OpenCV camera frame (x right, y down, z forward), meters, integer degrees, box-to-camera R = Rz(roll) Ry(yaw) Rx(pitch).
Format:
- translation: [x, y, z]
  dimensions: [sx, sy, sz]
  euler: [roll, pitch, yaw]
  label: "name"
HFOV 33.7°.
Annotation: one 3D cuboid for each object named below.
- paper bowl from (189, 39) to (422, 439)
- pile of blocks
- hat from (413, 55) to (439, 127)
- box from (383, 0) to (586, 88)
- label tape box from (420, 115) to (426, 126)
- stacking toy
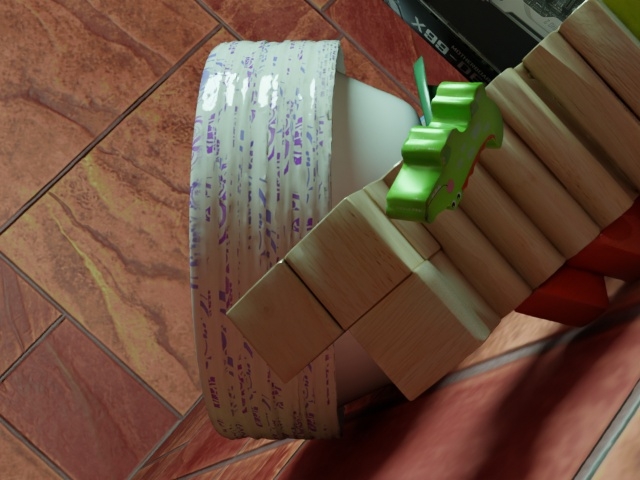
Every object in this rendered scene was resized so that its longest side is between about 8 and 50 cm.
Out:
- translation: [0.000, 0.000, 0.758]
  dimensions: [0.284, 0.148, 0.284]
  euler: [0, -90, -88]
  label: "paper bowl"
- translation: [0.128, -0.036, 0.519]
  dimensions: [0.362, 0.112, 0.149]
  euler: [-39, -6, -10]
  label: "pile of blocks"
- translation: [0.171, -0.057, 0.713]
  dimensions: [0.184, 0.173, 0.208]
  euler: [-14, 30, 8]
  label: "hat"
- translation: [0.207, -0.239, 0.771]
  dimensions: [0.307, 0.242, 0.076]
  euler: [-47, 2, -4]
  label: "box"
- translation: [0.048, 0.012, 1.231]
  dimensions: [0.240, 0.106, 0.333]
  euler: [-47, 3, 31]
  label: "label tape box"
- translation: [0.145, -0.070, 0.360]
  dimensions: [0.167, 0.052, 0.221]
  euler: [10, 52, 39]
  label: "stacking toy"
